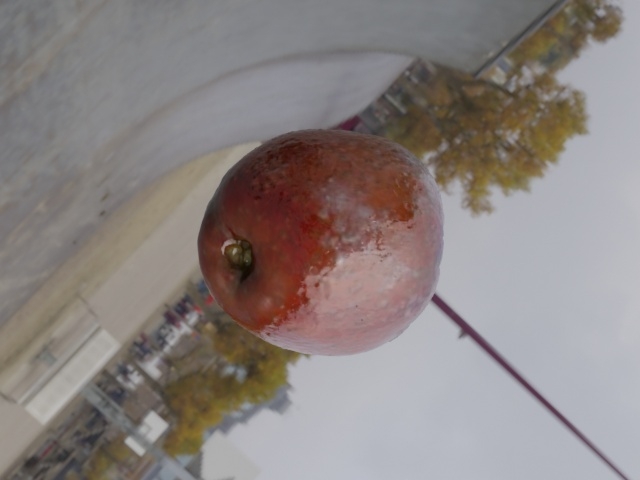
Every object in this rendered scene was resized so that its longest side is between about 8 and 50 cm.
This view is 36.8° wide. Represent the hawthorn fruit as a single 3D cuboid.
[{"bbox_3d":[0.000,0.000,0.688,0.173,0.173,0.173,-47,-178,3],"label":"hawthorn fruit"}]
